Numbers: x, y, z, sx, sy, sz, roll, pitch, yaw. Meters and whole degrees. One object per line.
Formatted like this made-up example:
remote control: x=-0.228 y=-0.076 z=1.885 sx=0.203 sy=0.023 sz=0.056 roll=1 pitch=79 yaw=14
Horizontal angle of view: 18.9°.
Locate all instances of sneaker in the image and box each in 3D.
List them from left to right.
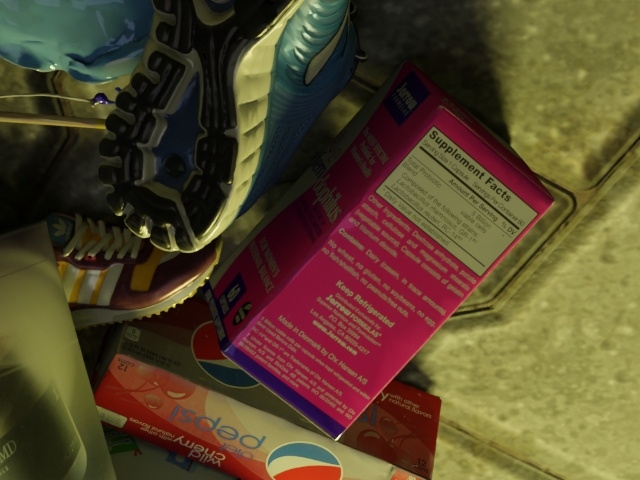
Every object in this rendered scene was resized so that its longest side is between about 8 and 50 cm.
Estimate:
sneaker: x=-0.164 y=0.014 z=1.411 sx=0.185 sy=0.069 sz=0.084 roll=-18 pitch=126 yaw=20
sneaker: x=-0.038 y=-0.157 z=1.219 sx=0.129 sy=0.147 sz=0.330 roll=30 pitch=115 yaw=16

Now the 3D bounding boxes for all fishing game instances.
fishing game: x=-0.158 y=-0.188 z=1.258 sx=0.189 sy=0.041 sz=0.264 roll=0 pitch=125 yaw=-1

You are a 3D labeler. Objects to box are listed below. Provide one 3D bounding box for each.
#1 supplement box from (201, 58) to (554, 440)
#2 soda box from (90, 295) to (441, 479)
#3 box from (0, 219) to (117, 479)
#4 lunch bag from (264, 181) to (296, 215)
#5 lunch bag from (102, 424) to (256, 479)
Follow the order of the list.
supplement box: x=0.035 y=0.005 z=1.291 sx=0.114 sy=0.111 sz=0.220 roll=39 pitch=99 yaw=-22
soda box: x=-0.043 y=0.128 z=1.473 sx=0.263 sy=0.092 sz=0.083 roll=24 pitch=130 yaw=-11
box: x=-0.303 y=0.166 z=1.316 sx=0.182 sy=0.296 sz=0.294 roll=-10 pitch=99 yaw=35
lunch bag: x=0.000 y=0.000 z=1.384 sx=0.071 sy=0.053 sz=0.083 roll=-4 pitch=120 yaw=10
lunch bag: x=-0.126 y=0.268 z=1.565 sx=0.243 sy=0.115 sz=0.303 roll=25 pitch=143 yaw=-10
